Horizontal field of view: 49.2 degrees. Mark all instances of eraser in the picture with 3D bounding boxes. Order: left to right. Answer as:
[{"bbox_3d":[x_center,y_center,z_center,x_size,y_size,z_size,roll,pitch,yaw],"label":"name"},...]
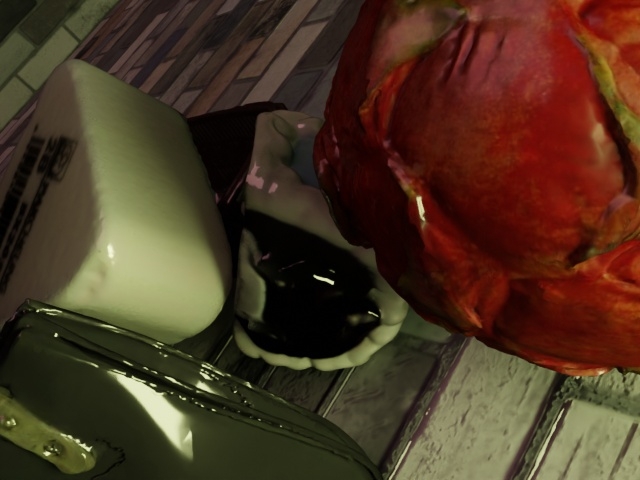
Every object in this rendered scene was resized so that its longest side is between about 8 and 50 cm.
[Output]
[{"bbox_3d":[-0.236,-0.034,0.726,0.331,0.149,0.332,-26,51,38],"label":"eraser"}]

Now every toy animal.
[{"bbox_3d":[0.000,0.000,0.631,0.204,0.155,0.208,-87,7,-51],"label":"toy animal"}]

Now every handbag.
[{"bbox_3d":[-0.157,0.206,0.457,0.342,0.288,0.152,-46,32,0],"label":"handbag"}]

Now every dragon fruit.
[{"bbox_3d":[0.147,-0.057,0.430,0.342,0.277,0.278,10,60,46],"label":"dragon fruit"}]

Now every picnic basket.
[{"bbox_3d":[-0.129,-0.045,0.864,0.296,0.129,0.223,3,57,51],"label":"picnic basket"}]

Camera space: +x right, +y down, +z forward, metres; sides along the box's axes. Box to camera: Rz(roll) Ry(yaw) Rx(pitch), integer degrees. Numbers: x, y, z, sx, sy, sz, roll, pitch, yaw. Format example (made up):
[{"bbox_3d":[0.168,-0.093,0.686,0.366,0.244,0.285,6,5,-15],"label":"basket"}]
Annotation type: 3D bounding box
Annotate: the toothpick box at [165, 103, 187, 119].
[{"bbox_3d":[-0.335,-0.145,1.144,0.204,0.204,0.333,-49,31,-7],"label":"toothpick box"}]
